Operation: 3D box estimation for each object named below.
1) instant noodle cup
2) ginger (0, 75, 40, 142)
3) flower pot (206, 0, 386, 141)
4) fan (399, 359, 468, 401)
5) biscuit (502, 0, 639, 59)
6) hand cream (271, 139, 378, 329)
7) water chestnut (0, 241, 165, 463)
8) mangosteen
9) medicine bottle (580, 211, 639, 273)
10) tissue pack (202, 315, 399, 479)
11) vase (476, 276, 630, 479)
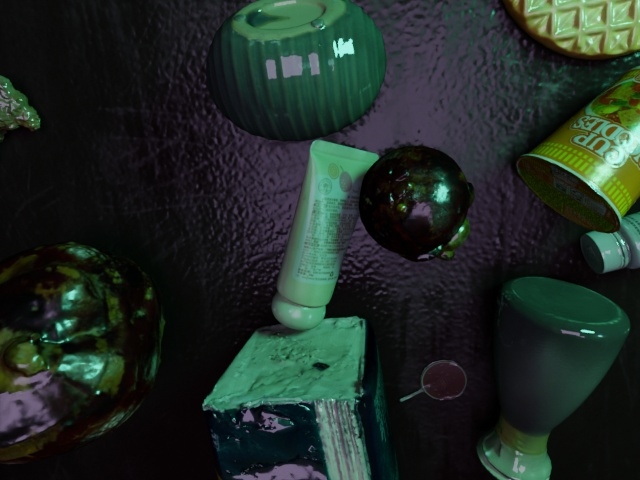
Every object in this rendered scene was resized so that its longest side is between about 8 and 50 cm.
[{"bbox_3d":[0.403,-0.129,0.563,0.168,0.168,0.185,43,97,-5],"label":"instant noodle cup"},{"bbox_3d":[-0.624,-0.181,0.700,0.290,0.084,0.122,-22,123,7],"label":"ginger"},{"bbox_3d":[-0.034,-0.233,0.554,0.243,0.189,0.157,-6,145,3],"label":"flower pot"},{"bbox_3d":[0.205,0.268,0.752,0.133,0.005,0.085,-30,100,11],"label":"fan"},{"bbox_3d":[0.429,-0.369,0.549,0.309,0.040,0.204,-37,98,14],"label":"biscuit"},{"bbox_3d":[0.000,0.000,0.654,0.093,0.147,0.305,35,114,42],"label":"hand cream"},{"bbox_3d":[-0.419,0.178,0.676,0.336,0.346,0.334,2,63,-3],"label":"water chestnut"},{"bbox_3d":[0.146,-0.056,0.610,0.173,0.184,0.172,1,91,50],"label":"mangosteen"},{"bbox_3d":[0.477,0.000,0.616,0.131,0.080,0.080,-20,101,10],"label":"medicine bottle"},{"bbox_3d":[-0.002,0.361,0.664,0.254,0.264,0.416,-7,104,9],"label":"tissue pack"},{"bbox_3d":[0.345,0.232,0.656,0.174,0.173,0.320,6,111,5],"label":"vase"}]
